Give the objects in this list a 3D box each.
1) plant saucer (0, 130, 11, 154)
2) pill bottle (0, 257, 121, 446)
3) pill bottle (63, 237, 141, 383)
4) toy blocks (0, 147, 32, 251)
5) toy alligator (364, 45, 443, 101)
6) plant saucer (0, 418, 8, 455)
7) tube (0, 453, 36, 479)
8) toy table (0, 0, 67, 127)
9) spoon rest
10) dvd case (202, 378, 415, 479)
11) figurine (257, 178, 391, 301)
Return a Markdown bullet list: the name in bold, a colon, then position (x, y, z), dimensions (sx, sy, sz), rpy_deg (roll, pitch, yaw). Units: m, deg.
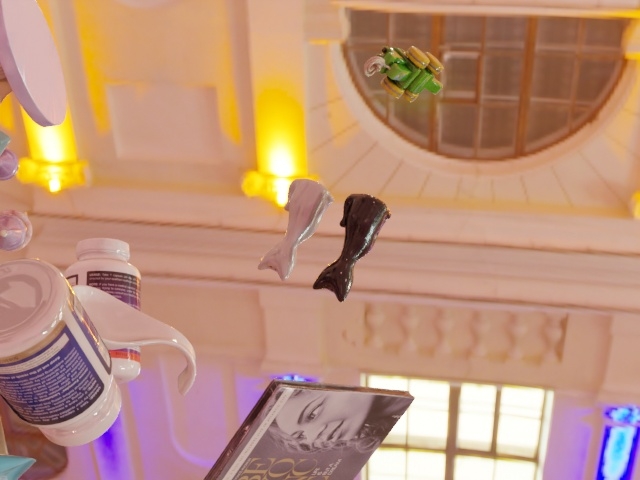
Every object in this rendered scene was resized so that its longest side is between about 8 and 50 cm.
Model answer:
- **plant saucer**: position (-0.486, -0.080, 1.246), dimensions (0.067, 0.192, 0.018), rpy_deg (35, -158, -15)
- **pill bottle**: position (-0.372, 0.161, 1.281), dimensions (0.153, 0.265, 0.153), rpy_deg (-7, -133, 7)
- **pill bottle**: position (-0.510, 0.166, 2.198), dimensions (0.181, 0.181, 0.323), rpy_deg (-2, -108, 0)
- **toy blocks**: position (-0.580, -0.015, 1.418), dimensions (0.288, 0.309, 0.260), rpy_deg (-9, -177, -11)
- **toy alligator**: position (0.087, -0.202, 1.084), dimensions (0.051, 0.056, 0.189), rpy_deg (51, -156, 21)
- **plant saucer**: position (-0.534, 0.314, 1.514), dimensions (0.041, 0.278, 0.278), rpy_deg (-11, -146, -24)
- **tube**: position (-0.474, 0.290, 1.196), dimensions (0.207, 0.080, 0.052), rpy_deg (15, -131, -41)
- **toy table**: position (-0.557, -0.308, 1.601), dimensions (0.161, 0.274, 0.252), rpy_deg (-6, -149, 7)
- **spoon rest**: position (-0.316, 0.161, 1.602), dimensions (0.084, 0.276, 0.137), rpy_deg (-45, -151, 16)
- **dvd case**: position (-0.010, 0.225, 1.050), dimensions (0.221, 0.164, 0.018), rpy_deg (14, -153, -44)
- **figurine**: position (0.000, 0.000, 1.836), dimensions (0.215, 0.092, 0.209), rpy_deg (17, -109, 27)
